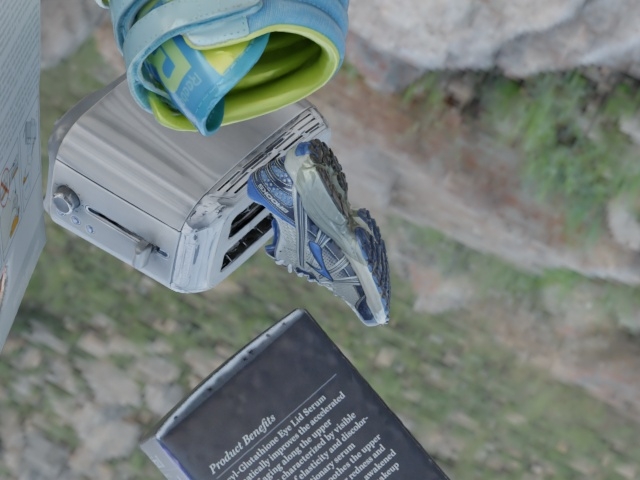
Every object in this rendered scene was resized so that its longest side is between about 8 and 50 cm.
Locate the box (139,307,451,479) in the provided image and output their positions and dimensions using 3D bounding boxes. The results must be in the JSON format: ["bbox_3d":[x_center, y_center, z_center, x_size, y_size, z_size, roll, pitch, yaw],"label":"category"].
[{"bbox_3d":[0.004,0.154,0.884,0.207,0.108,0.153,49,167,2],"label":"box"}]

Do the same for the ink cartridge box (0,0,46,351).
[{"bbox_3d":[-0.195,-0.031,0.783,0.060,0.275,0.239,7,123,1],"label":"ink cartridge box"}]

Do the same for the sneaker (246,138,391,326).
[{"bbox_3d":[0.000,0.000,0.911,0.058,0.052,0.135,-17,125,18],"label":"sneaker"}]

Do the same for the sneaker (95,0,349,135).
[{"bbox_3d":[-0.118,-0.168,0.854,0.319,0.208,0.127,11,149,-15],"label":"sneaker"}]

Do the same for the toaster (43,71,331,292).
[{"bbox_3d":[-0.094,-0.065,1.200,0.146,0.227,0.129,36,140,14],"label":"toaster"}]
